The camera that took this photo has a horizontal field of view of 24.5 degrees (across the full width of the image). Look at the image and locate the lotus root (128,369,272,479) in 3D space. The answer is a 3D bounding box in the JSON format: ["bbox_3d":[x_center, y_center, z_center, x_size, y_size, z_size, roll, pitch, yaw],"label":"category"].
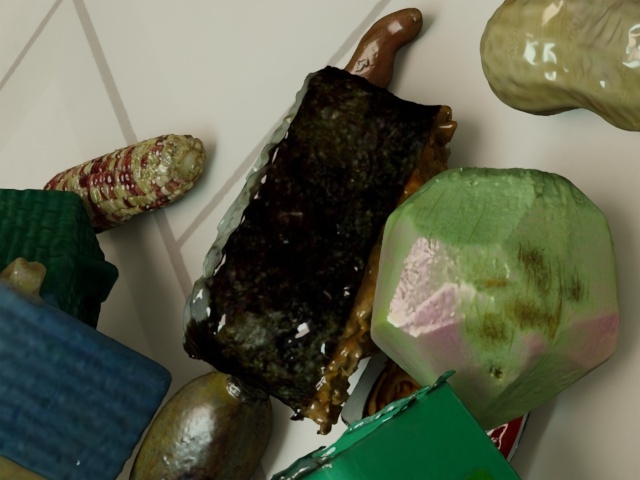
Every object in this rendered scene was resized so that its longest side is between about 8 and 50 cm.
[{"bbox_3d":[-0.136,0.243,1.656,0.123,0.124,0.241,41,113,33],"label":"lotus root"}]

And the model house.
[{"bbox_3d":[-0.354,0.138,1.741,0.342,0.334,0.382,-46,26,25],"label":"model house"}]

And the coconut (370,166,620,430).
[{"bbox_3d":[0.150,0.054,1.316,0.204,0.236,0.236,-21,66,60],"label":"coconut"}]

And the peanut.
[{"bbox_3d":[0.256,-0.170,1.302,0.313,0.149,0.149,13,92,51],"label":"peanut"}]

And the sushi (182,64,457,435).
[{"bbox_3d":[0.000,0.000,1.499,0.234,0.207,0.348,95,-159,-87],"label":"sushi"}]

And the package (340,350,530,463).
[{"bbox_3d":[0.111,0.165,1.465,0.239,0.030,0.154,36,105,48],"label":"package"}]

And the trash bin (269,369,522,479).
[{"bbox_3d":[0.092,0.335,1.215,0.295,0.259,0.381,-36,82,39],"label":"trash bin"}]

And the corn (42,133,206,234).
[{"bbox_3d":[-0.252,-0.069,1.873,0.290,0.098,0.098,-16,71,42],"label":"corn"}]

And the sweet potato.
[{"bbox_3d":[0.046,-0.177,1.595,0.202,0.058,0.055,-48,8,26],"label":"sweet potato"}]
